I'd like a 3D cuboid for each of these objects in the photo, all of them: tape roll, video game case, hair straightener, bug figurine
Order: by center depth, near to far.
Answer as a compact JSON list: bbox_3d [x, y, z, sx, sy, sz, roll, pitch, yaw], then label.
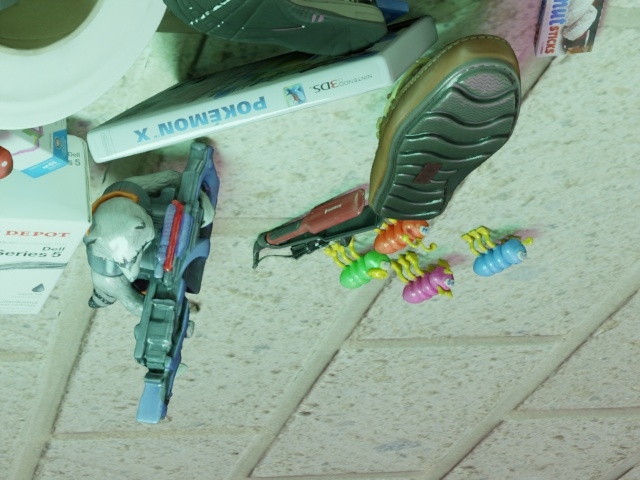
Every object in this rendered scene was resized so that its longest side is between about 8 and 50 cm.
[{"bbox_3d":[-0.257,-0.240,1.488,0.286,0.100,0.286,-21,126,-32],"label":"tape roll"},{"bbox_3d":[-0.047,-0.157,1.804,0.300,0.036,0.329,-14,-170,14],"label":"video game case"},{"bbox_3d":[0.000,0.000,2.359,0.230,0.047,0.089,-26,137,37],"label":"hair straightener"},{"bbox_3d":[0.145,0.025,2.446,0.279,0.072,0.216,13,150,-39],"label":"bug figurine"}]

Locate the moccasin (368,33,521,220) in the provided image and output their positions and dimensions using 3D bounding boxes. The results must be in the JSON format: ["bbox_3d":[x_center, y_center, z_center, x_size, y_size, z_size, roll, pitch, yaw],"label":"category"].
[{"bbox_3d":[0.136,-0.143,1.990,0.139,0.147,0.380,1,162,-4],"label":"moccasin"}]

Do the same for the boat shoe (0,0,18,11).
[{"bbox_3d":[-0.435,-0.243,1.589,0.367,0.136,0.156,5,153,-21],"label":"boat shoe"}]

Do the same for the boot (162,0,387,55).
[{"bbox_3d":[-0.051,-0.267,1.588,0.236,0.178,0.085,9,152,-39],"label":"boot"}]

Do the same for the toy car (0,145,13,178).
[{"bbox_3d":[-0.454,-0.125,1.863,0.239,0.053,0.225,46,149,-22],"label":"toy car"}]

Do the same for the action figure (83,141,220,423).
[{"bbox_3d":[-0.224,0.060,2.140,0.178,0.341,0.330,9,158,6],"label":"action figure"}]

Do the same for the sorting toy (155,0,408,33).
[{"bbox_3d":[-0.075,-0.255,1.752,0.348,0.047,0.196,-1,167,-17],"label":"sorting toy"}]

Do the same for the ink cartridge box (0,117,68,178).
[{"bbox_3d":[-0.329,-0.132,1.928,0.052,0.088,0.122,-19,154,26],"label":"ink cartridge box"}]

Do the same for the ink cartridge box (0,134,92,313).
[{"bbox_3d":[-0.395,-0.016,2.075,0.198,0.115,0.273,2,155,-22],"label":"ink cartridge box"}]

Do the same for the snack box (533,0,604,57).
[{"bbox_3d":[0.269,-0.250,1.919,0.064,0.022,0.178,-5,157,-1],"label":"snack box"}]
